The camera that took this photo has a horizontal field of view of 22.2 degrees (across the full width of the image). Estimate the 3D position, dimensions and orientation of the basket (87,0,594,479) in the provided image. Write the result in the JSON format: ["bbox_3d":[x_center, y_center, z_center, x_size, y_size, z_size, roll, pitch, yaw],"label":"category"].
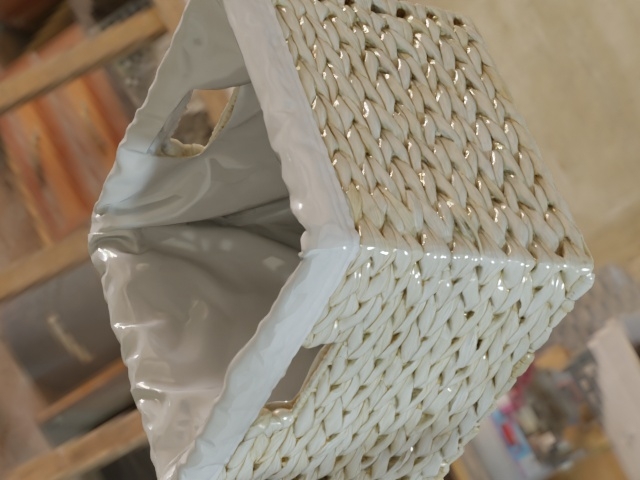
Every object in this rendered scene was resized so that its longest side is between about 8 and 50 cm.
[{"bbox_3d":[0.000,0.000,1.353,0.266,0.328,0.331,4,45,-29],"label":"basket"}]
